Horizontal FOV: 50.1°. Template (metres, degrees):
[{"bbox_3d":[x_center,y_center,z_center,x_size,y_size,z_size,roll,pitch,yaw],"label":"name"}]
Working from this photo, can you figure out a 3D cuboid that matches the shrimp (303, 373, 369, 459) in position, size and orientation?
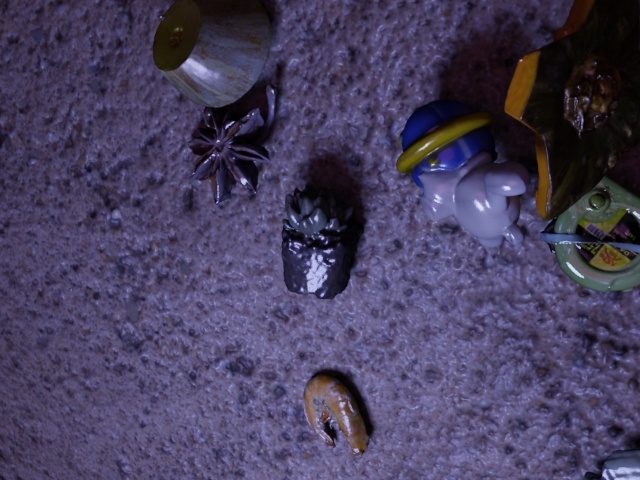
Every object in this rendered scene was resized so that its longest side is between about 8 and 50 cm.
[{"bbox_3d":[0.032,0.350,1.347,0.132,0.052,0.187,-28,87,46],"label":"shrimp"}]

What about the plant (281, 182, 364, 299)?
[{"bbox_3d":[0.000,0.000,1.209,0.132,0.129,0.194,11,112,18],"label":"plant"}]

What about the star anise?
[{"bbox_3d":[-0.153,-0.179,1.245,0.231,0.089,0.209,-19,84,26],"label":"star anise"}]

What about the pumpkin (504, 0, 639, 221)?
[{"bbox_3d":[0.347,-0.206,0.908,0.095,0.258,0.290,25,153,56],"label":"pumpkin"}]

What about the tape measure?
[{"bbox_3d":[0.433,-0.011,1.032,0.200,0.106,0.175,31,101,10],"label":"tape measure"}]

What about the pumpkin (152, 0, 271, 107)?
[{"bbox_3d":[-0.206,-0.345,1.181,0.217,0.110,0.217,0,90,31],"label":"pumpkin"}]

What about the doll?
[{"bbox_3d":[0.203,-0.098,0.999,0.160,0.311,0.242,-15,87,0],"label":"doll"}]

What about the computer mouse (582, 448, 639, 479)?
[{"bbox_3d":[0.615,0.513,1.086,0.429,0.145,0.228,45,125,19],"label":"computer mouse"}]
